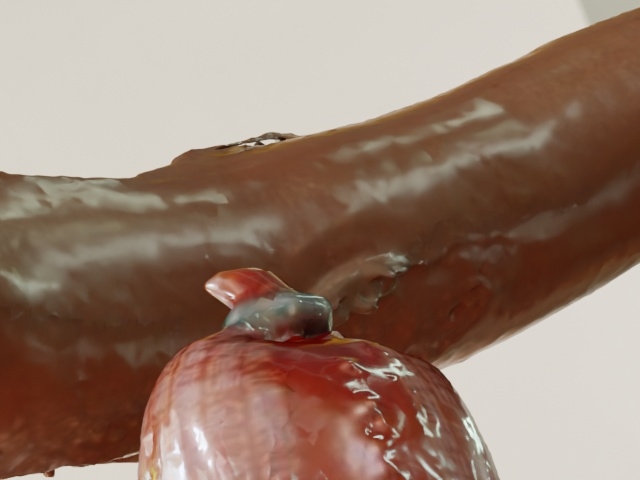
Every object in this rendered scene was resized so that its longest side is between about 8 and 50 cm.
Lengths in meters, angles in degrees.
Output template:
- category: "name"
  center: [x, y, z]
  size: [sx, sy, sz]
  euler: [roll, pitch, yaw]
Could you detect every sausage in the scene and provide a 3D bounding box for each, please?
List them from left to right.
- category: "sausage"
  center: [0.001, 0.002, 0.517]
  size: [0.326, 0.079, 0.087]
  euler: [-18, -61, -34]
- category: "sausage"
  center: [0.015, 0.122, 0.315]
  size: [0.074, 0.274, 0.074]
  euler: [-9, -27, -5]
